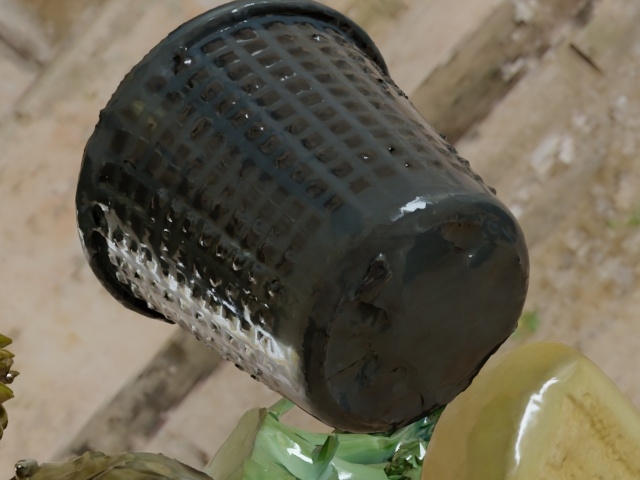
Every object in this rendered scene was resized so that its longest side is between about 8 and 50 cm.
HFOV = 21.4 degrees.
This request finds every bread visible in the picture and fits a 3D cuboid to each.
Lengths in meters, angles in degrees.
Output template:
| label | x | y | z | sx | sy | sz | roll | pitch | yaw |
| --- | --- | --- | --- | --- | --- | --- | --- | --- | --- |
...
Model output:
| label | x | y | z | sx | sy | sz | roll | pitch | yaw |
| --- | --- | --- | --- | --- | --- | --- | --- | --- | --- |
| bread | 0.131 | 0.153 | 0.889 | 0.098 | 0.217 | 0.147 | -11 | 44 | 44 |

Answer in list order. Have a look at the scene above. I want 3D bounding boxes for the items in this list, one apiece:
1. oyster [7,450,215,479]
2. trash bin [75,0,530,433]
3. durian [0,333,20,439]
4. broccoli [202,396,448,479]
| label | x | y | z | sx | sy | sz | roll | pitch | yaw |
| --- | --- | --- | --- | --- | --- | --- | --- | --- | --- |
| oyster | -0.085 | 0.169 | 0.606 | 0.166 | 0.294 | 0.094 | -43 | 48 | -21 |
| trash bin | 0.000 | 0.000 | 0.760 | 0.175 | 0.175 | 0.161 | -49 | 46 | 2 |
| durian | -0.276 | -0.009 | 0.775 | 0.341 | 0.191 | 0.112 | 12 | 43 | 29 |
| broccoli | 0.040 | 0.257 | 1.269 | 0.413 | 0.310 | 0.321 | -76 | -4 | -64 |
